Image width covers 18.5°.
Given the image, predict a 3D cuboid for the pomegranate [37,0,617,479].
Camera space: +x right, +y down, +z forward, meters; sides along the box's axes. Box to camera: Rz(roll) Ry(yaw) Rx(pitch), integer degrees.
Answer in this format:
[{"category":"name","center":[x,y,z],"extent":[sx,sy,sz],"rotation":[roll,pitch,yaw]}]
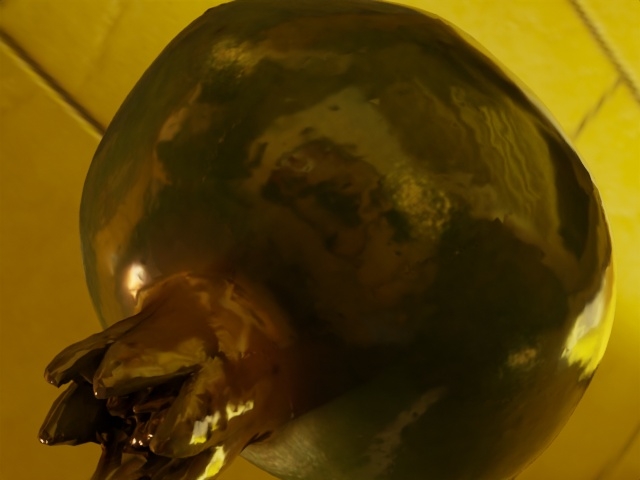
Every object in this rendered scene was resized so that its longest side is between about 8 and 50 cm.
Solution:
[{"category":"pomegranate","center":[0.000,0.000,1.060],"extent":[0.358,0.310,0.216],"rotation":[-35,155,-45]}]
